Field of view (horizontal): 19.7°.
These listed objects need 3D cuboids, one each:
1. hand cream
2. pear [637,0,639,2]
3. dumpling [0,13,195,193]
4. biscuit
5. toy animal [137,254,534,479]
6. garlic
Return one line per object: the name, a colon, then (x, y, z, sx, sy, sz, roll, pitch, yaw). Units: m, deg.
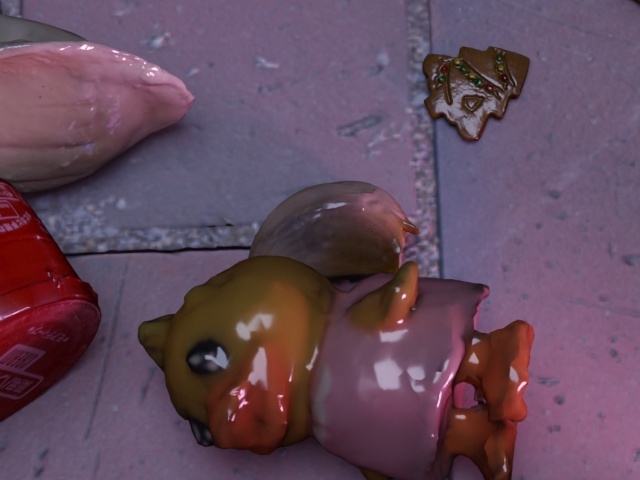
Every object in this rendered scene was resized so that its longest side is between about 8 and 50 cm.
hand cream: (-0.268, 0.054, 1.335, 0.193, 0.193, 0.125, -33, 71, -8)
pear: (0.326, -0.291, 1.428, 0.287, 0.176, 0.281, -6, 73, 2)
dumpling: (-0.226, -0.112, 1.392, 0.252, 0.179, 0.131, 3, 71, 6)
biscuit: (0.126, -0.123, 1.462, 0.092, 0.016, 0.082, -24, 71, -3)
toy animal: (0.007, 0.087, 1.325, 0.281, 0.195, 0.169, 4, 32, 0)
garlic: (-0.001, -0.004, 1.401, 0.152, 0.066, 0.084, -7, 72, 0)
